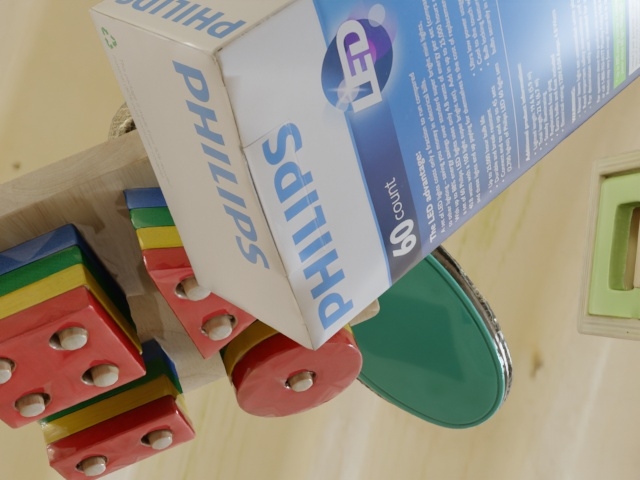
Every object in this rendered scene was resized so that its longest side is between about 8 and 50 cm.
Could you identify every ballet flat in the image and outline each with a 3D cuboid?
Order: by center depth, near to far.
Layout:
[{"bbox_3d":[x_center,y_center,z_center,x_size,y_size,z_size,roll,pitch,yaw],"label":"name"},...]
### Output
[{"bbox_3d":[0.000,0.000,1.164,0.483,0.182,0.164,37,-74,-20],"label":"ballet flat"}]

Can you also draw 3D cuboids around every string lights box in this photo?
[{"bbox_3d":[0.051,-0.091,0.470,0.077,0.260,0.133,27,-35,42],"label":"string lights box"}]

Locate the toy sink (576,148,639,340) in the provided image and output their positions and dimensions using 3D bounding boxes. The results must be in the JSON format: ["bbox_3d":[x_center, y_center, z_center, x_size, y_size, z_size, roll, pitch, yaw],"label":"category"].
[{"bbox_3d":[0.297,0.007,0.882,0.131,0.152,0.234,7,-2,-11],"label":"toy sink"}]

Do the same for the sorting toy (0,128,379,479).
[{"bbox_3d":[-0.093,0.050,0.735,0.255,0.089,0.257,-22,-35,0],"label":"sorting toy"}]
